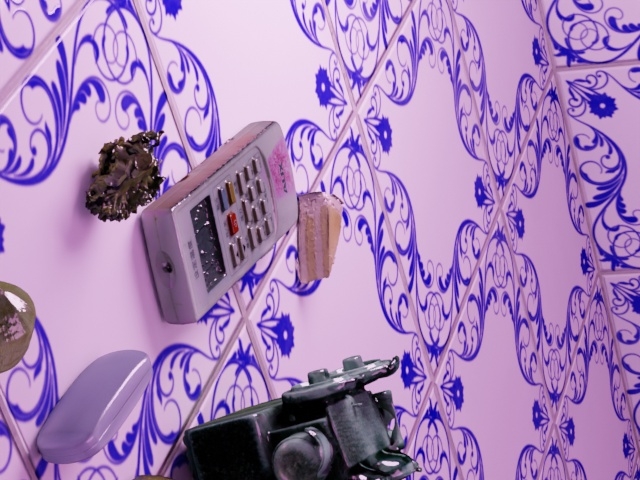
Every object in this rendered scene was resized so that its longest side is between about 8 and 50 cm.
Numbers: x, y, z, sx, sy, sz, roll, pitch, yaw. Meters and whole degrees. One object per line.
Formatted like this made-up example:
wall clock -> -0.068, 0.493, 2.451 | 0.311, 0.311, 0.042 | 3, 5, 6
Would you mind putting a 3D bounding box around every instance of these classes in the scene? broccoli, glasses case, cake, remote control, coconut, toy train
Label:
broccoli -> -0.204, -0.070, 1.948 | 0.092, 0.097, 0.095 | 132, -55, -63
glasses case -> -0.227, 0.167, 1.880 | 0.178, 0.067, 0.045 | -58, 137, -54
cake -> 0.000, 0.000, 2.472 | 0.065, 0.052, 0.121 | 29, 60, -67
remote control -> -0.112, -0.029, 2.209 | 0.344, 0.050, 0.145 | -47, 130, -59
coconut -> -0.302, 0.076, 1.696 | 0.088, 0.088, 0.096 | -62, 172, -51
toy train -> -0.019, 0.236, 2.150 | 0.299, 0.238, 0.167 | -6, 81, -70

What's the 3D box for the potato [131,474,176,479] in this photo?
potato -> -0.181, 0.313, 1.995 | 0.198, 0.054, 0.119 | 16, 75, -66
